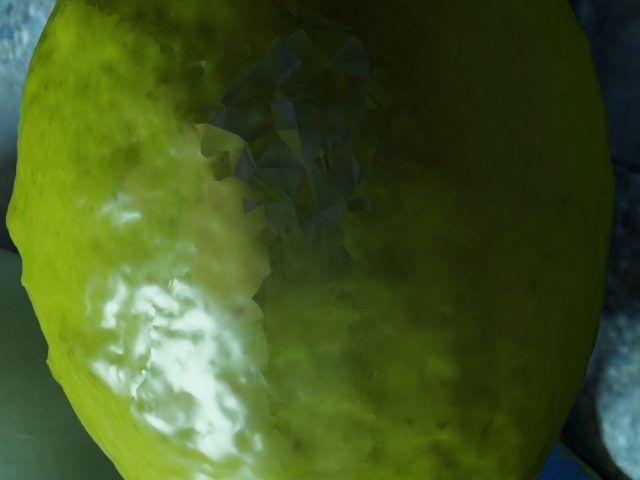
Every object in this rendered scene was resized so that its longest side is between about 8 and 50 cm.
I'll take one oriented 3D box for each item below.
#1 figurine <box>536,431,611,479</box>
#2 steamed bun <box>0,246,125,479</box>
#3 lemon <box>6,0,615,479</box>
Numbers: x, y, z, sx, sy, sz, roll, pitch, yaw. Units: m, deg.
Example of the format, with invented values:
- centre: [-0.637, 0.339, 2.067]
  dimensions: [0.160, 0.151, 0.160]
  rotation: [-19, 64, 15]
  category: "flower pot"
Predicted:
- centre: [0.176, 0.312, 0.555]
  dimensions: [0.401, 0.268, 0.387]
  rotation: [27, 116, 22]
  category: "figurine"
- centre: [-0.225, 0.157, 0.834]
  dimensions: [0.324, 0.206, 0.324]
  rotation: [11, 109, 36]
  category: "steamed bun"
- centre: [0.000, -0.008, 0.585]
  dimensions: [0.285, 0.285, 0.316]
  rotation: [16, 132, 32]
  category: "lemon"
